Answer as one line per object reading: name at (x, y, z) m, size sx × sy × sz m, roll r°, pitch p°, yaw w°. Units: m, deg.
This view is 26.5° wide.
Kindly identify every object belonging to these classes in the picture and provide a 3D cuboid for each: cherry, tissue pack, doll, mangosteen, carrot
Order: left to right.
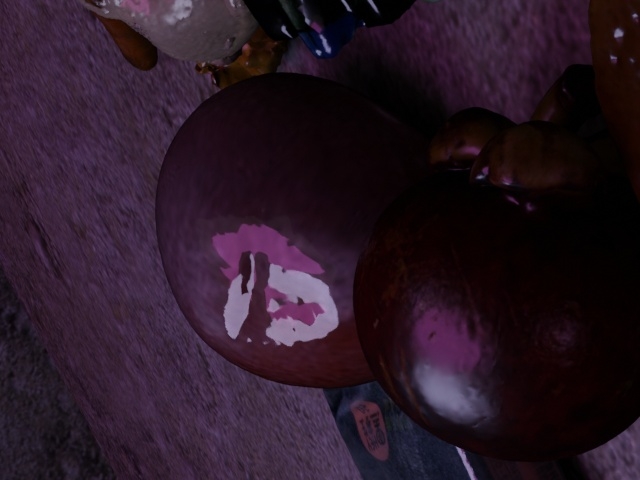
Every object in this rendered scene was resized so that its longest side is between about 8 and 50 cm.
carrot at (-0.191, -0.218, 1.301) m, size 0.061 × 0.061 × 0.210 m, roll 52°, pitch 174°, yaw 21°
doll at (-0.129, -0.270, 1.016) m, size 0.175 × 0.149 × 0.278 m, roll 129°, pitch 127°, yaw -78°
cherry at (0.000, 0.000, 1.082) m, size 0.307 × 0.221 × 0.261 m, roll 12°, pitch 130°, yaw 37°
tissue pack at (0.139, 0.240, 1.181) m, size 0.316 × 0.103 × 0.228 m, roll 64°, pitch 157°, yaw -2°
mangosteen at (0.131, 0.012, 0.864) m, size 0.215 × 0.215 × 0.257 m, roll 38°, pitch 128°, yaw 43°

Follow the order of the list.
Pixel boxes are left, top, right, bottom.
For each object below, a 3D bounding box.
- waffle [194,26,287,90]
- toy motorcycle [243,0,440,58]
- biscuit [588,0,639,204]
waffle at (-0.116, -0.282, 1.186) m, size 0.302 × 0.068 × 0.325 m, roll 52°, pitch 158°, yaw 24°
toy motorcycle at (-0.038, -0.275, 0.859) m, size 0.125 × 0.196 × 0.331 m, roll 2°, pitch 128°, yaw 50°
biscuit at (0.287, -0.050, 0.639) m, size 0.394 × 0.070 × 0.350 m, roll 24°, pitch 137°, yaw 55°
